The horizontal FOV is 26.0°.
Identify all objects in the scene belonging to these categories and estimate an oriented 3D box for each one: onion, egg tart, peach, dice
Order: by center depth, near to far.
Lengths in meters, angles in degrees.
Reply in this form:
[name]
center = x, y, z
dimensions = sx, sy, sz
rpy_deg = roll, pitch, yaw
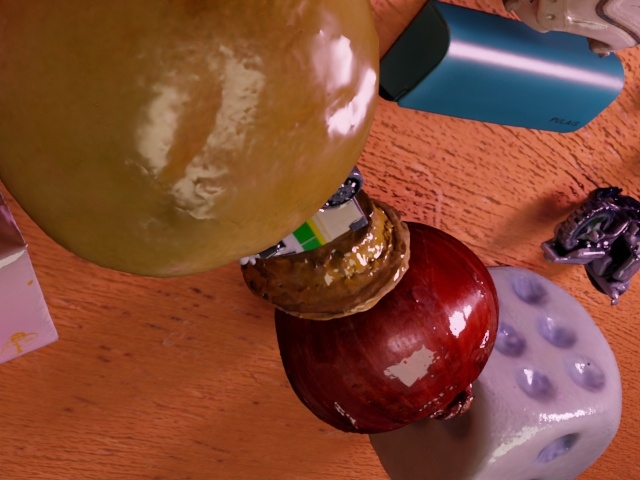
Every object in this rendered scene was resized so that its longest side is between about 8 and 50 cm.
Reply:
[peach]
center = -0.114, -0.142, 1.036
dimensions = 0.315, 0.281, 0.314
rpy_deg = 2, 109, -28
[egg tart]
center = 0.000, 0.000, 1.470
dimensions = 0.191, 0.191, 0.074
rpy_deg = -26, 138, -6
[onion]
center = 0.082, 0.108, 1.640
dimensions = 0.276, 0.276, 0.276
rpy_deg = -21, 150, -13
[dice]
center = 0.233, 0.212, 1.908
dimensions = 0.264, 0.268, 0.262
rpy_deg = -5, 143, -34

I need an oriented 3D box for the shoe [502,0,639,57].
[shoe]
center = 0.252, -0.276, 1.309
dimensions = 0.210, 0.132, 0.342
rpy_deg = -30, 143, 32

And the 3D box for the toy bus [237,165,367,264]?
[toy bus]
center = -0.067, -0.085, 1.329
dimensions = 0.164, 0.134, 0.276
rpy_deg = -30, 149, 1

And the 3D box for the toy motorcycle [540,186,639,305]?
[toy motorcycle]
center = 0.389, 0.008, 1.895
dimensions = 0.270, 0.106, 0.159
rpy_deg = 2, 133, -48

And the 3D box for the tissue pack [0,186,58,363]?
[tissue pack]
center = -0.378, 0.056, 1.290
dimensions = 0.225, 0.124, 0.185
rpy_deg = -22, 148, -13

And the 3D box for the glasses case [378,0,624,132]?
[glasses case]
center = 0.199, -0.174, 1.487
dimensions = 0.301, 0.070, 0.117
rpy_deg = 1, 139, -44
